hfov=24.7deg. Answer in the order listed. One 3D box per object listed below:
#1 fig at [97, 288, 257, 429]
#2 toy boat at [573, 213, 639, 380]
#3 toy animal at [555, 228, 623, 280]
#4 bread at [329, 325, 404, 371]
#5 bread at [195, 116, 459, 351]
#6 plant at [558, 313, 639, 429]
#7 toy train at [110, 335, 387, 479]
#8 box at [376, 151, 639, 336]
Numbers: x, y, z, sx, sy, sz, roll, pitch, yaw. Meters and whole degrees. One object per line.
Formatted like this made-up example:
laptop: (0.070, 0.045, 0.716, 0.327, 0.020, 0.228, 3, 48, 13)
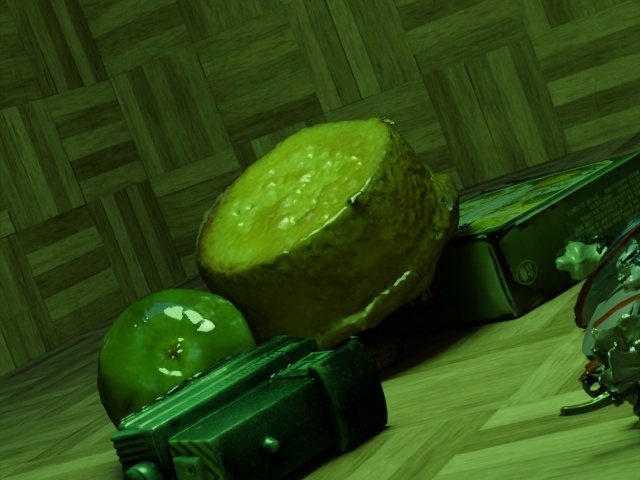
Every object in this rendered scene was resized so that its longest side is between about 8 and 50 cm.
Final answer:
fig: (-0.192, 0.211, 2.014, 0.233, 0.314, 0.233, 1, 45, -1)
toy boat: (0.353, 0.074, 1.720, 0.318, 0.072, 0.219, -54, 4, -34)
toy animal: (0.429, 0.010, 1.965, 0.225, 0.094, 0.121, -21, 5, 6)
bread: (0.031, 0.165, 2.103, 0.193, 0.064, 0.193, -17, 5, 2)
bread: (0.000, 0.000, 2.091, 0.398, 0.215, 0.398, -28, 28, 17)
plant: (0.277, 0.130, 1.328, 0.122, 0.104, 0.116, -30, 19, -21)
toy train: (-0.073, 0.211, 1.682, 0.178, 0.138, 0.330, -9, 13, 46)
box: (0.274, 0.010, 2.302, 0.420, 0.138, 0.373, -27, 9, -41)
